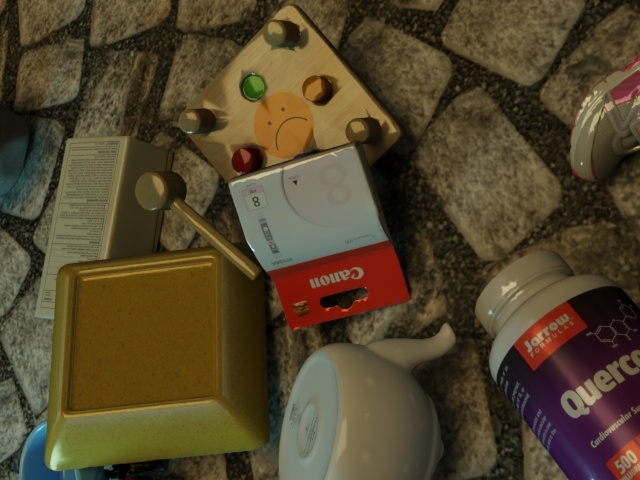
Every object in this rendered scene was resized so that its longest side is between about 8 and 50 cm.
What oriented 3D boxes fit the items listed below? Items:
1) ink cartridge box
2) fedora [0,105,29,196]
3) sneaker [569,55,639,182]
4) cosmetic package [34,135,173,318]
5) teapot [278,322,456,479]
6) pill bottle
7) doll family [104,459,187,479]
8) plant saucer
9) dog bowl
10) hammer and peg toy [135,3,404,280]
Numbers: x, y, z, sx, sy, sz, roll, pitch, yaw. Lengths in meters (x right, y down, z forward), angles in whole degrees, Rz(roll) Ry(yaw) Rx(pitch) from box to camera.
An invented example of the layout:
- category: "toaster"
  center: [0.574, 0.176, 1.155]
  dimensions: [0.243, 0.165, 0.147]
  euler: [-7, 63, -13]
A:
- category: "ink cartridge box"
  center: [0.000, 0.000, 1.483]
  dimensions: [0.189, 0.066, 0.232]
  euler: [-15, 96, 17]
- category: "fedora"
  center: [-0.637, -0.169, 2.063]
  dimensions: [0.275, 0.124, 0.244]
  euler: [-51, 52, 26]
- category: "sneaker"
  center: [0.398, -0.161, 1.287]
  dimensions: [0.252, 0.103, 0.111]
  euler: [-52, 52, 16]
- category: "cosmetic package"
  center: [-0.359, -0.011, 1.820]
  dimensions: [0.160, 0.113, 0.310]
  euler: [3, 81, 38]
- category: "teapot"
  center: [0.067, 0.261, 1.390]
  dimensions: [0.256, 0.187, 0.253]
  euler: [124, 152, -45]
- category: "pill bottle"
  center: [0.312, 0.165, 1.218]
  dimensions: [0.181, 0.181, 0.323]
  euler: [-48, 55, 18]
- category: "doll family"
  center: [-0.298, 0.365, 1.677]
  dimensions: [0.193, 0.111, 0.076]
  euler: [-24, 65, 30]
- category: "plant saucer"
  center: [-0.249, 0.149, 1.595]
  dimensions: [0.332, 0.081, 0.333]
  euler: [-8, 61, 7]
- category: "dog bowl"
  center: [-0.365, 0.392, 1.609]
  dimensions: [0.166, 0.074, 0.297]
  euler: [-36, 55, 29]
- category: "hammer and peg toy"
  center: [-0.079, -0.125, 1.586]
  dimensions: [0.361, 0.127, 0.266]
  euler: [-44, 81, 21]
